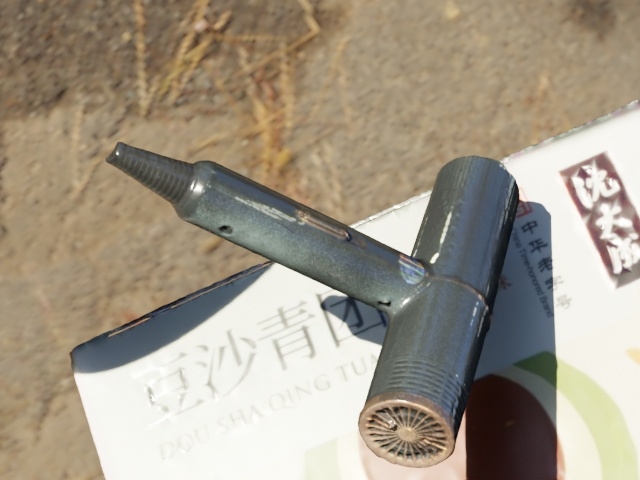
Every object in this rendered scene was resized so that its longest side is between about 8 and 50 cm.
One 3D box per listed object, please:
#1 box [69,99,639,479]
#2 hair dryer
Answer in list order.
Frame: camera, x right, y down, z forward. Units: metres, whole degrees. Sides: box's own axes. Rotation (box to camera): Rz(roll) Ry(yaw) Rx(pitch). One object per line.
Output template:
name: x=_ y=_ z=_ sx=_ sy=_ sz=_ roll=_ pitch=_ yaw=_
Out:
box: x=0.091 y=0.174 z=0.884 sx=0.122 sy=0.344 sz=0.385 roll=57 pitch=11 yaw=-64
hair dryer: x=-0.001 y=-0.012 z=0.788 sx=0.195 sy=0.050 sz=0.173 roll=35 pitch=41 yaw=-12
